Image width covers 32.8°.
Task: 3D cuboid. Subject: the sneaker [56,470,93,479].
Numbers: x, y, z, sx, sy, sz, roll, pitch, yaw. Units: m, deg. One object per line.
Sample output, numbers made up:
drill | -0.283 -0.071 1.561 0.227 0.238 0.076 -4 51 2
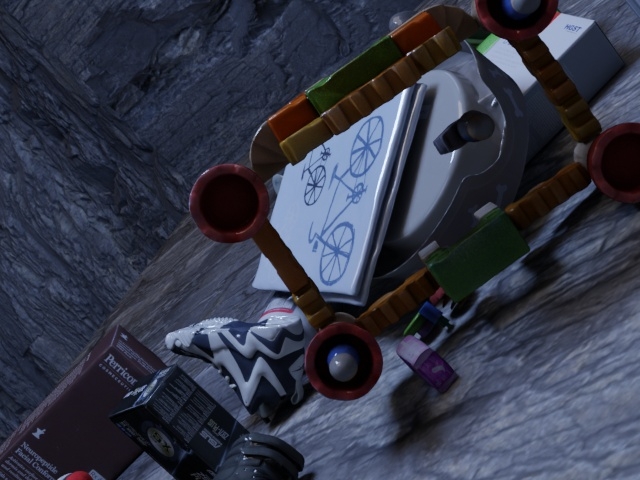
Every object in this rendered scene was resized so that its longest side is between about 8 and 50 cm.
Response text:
sneaker | -0.395 0.468 1.849 0.118 0.107 0.279 -27 16 0

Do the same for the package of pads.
package of pads | 0.117 0.137 1.222 0.032 0.050 0.083 -47 11 -3

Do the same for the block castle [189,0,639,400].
block castle | 0.112 -0.069 1.183 0.453 0.303 0.213 -35 6 4

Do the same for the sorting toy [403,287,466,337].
sorting toy | 0.145 0.089 1.334 0.102 0.042 0.061 -55 -6 16

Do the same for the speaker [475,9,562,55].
speaker | 0.284 -0.262 1.778 0.296 0.131 0.131 -42 13 18

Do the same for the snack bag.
snack bag | 0.016 -0.064 1.560 0.342 0.037 0.323 -4 69 62

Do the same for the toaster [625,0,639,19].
toaster | 0.470 -0.376 1.463 0.129 0.146 0.227 -32 18 51

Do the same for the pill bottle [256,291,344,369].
pill bottle | -0.023 0.105 1.669 0.108 0.108 0.180 -37 15 38

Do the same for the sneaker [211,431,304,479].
sneaker | -0.064 0.280 1.239 0.147 0.104 0.295 -59 12 -28

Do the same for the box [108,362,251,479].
box | -0.187 0.269 1.518 0.077 0.180 0.147 -52 14 -31

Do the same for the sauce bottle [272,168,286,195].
sauce bottle | 0.064 -0.168 2.045 0.344 0.111 0.111 -33 6 -25

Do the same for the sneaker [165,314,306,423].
sneaker | -0.119 0.193 1.580 0.235 0.153 0.094 -6 7 25

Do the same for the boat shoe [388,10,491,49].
boat shoe | 0.237 -0.336 1.859 0.335 0.095 0.112 -4 -37 -52

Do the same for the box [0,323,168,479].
box | -0.449 0.368 2.076 0.381 0.191 0.143 -46 12 5

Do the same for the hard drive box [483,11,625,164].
hard drive box | 0.295 -0.220 1.589 0.232 0.089 0.181 -45 27 -2

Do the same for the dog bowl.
dog bowl | 0.149 -0.104 1.481 0.349 0.102 0.349 -41 39 46
